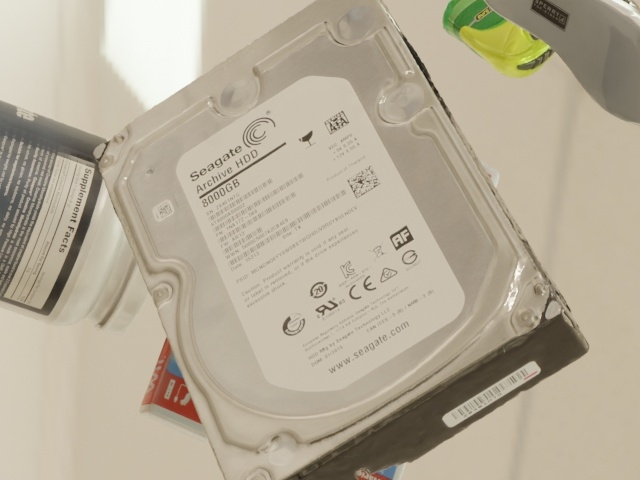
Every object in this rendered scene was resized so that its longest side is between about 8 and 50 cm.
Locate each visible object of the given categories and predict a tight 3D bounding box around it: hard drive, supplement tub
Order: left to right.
[{"bbox_3d":[-0.294,-0.030,1.907,0.191,0.272,0.191,-160,-90,-75],"label":"supplement tub"},{"bbox_3d":[0.000,0.000,1.293,0.064,0.237,0.339,50,11,-48],"label":"hard drive"}]

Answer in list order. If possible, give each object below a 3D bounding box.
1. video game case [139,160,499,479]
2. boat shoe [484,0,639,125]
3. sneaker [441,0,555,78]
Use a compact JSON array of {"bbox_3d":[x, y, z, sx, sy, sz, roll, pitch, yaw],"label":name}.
[{"bbox_3d":[0.005,0.034,1.459,0.025,0.204,0.285,-20,-132,63],"label":"video game case"},{"bbox_3d":[0.220,-0.168,1.554,0.228,0.076,0.080,40,-50,36],"label":"boat shoe"},{"bbox_3d":[0.218,-0.269,1.931,0.123,0.295,0.109,28,-48,18],"label":"sneaker"}]
